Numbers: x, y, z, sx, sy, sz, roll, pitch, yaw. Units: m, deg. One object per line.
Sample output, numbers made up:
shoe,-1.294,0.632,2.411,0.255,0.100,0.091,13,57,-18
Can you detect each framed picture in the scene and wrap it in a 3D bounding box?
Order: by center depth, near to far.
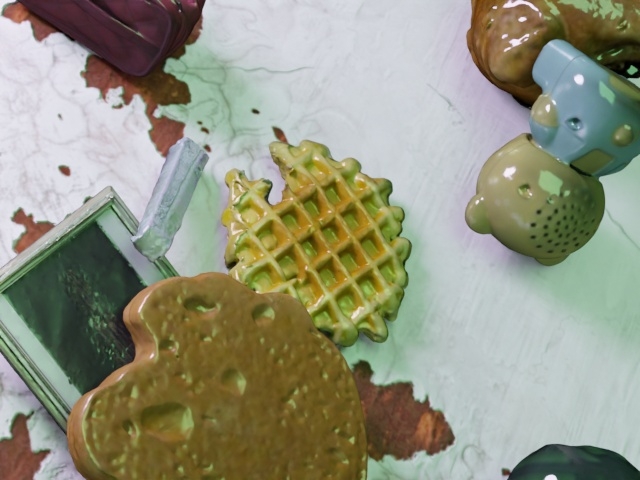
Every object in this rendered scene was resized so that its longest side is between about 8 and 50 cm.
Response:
framed picture,-0.212,0.113,1.584,0.293,0.018,0.231,53,53,-8

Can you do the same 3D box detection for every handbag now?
handbag,-0.247,-0.306,1.738,0.225,0.146,0.135,36,49,-6

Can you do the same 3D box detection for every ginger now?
ginger,0.323,-0.302,1.963,0.223,0.269,0.200,40,21,-37

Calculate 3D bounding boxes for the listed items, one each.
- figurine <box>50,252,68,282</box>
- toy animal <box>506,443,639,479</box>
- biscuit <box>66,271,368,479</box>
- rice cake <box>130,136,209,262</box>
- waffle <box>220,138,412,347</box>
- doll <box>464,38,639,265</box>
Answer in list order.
figurine,-0.276,0.031,1.614,0.050,0.047,0.083,32,55,-28
toy animal,0.315,0.384,1.644,0.216,0.191,0.338,2,64,-26
biscuit,-0.101,0.191,1.586,0.351,0.057,0.312,20,63,-28
rice cake,-0.169,-0.047,1.670,0.043,0.034,0.211,43,31,-19
waffle,0.001,-0.001,1.765,0.250,0.056,0.261,14,58,-21
doll,0.307,-0.097,1.866,0.177,0.260,0.161,24,16,-33
